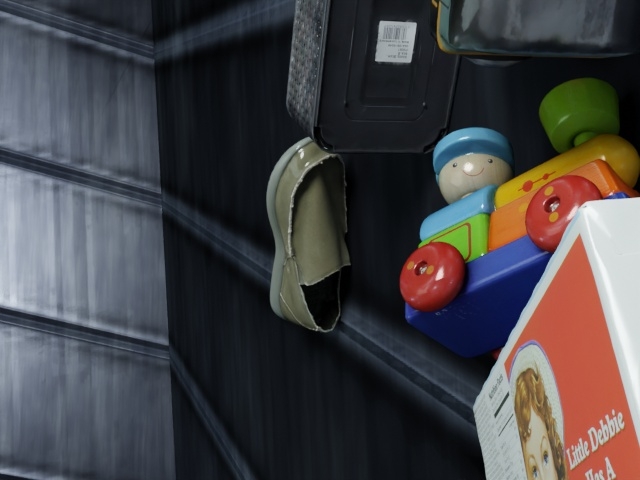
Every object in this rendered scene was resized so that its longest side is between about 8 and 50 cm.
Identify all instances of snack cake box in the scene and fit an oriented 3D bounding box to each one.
[{"bbox_3d":[0.145,0.107,0.403,0.264,0.089,0.152,90,175,-64],"label":"snack cake box"}]

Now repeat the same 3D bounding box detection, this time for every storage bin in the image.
[{"bbox_3d":[0.047,-0.170,0.729,0.084,0.122,0.180,-125,37,-59],"label":"storage bin"}]

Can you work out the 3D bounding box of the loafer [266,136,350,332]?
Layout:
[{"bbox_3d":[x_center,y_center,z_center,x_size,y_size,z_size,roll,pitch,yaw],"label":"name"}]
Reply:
[{"bbox_3d":[0.000,0.000,0.965,0.087,0.094,0.251,36,139,36],"label":"loafer"}]

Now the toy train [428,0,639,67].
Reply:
[{"bbox_3d":[0.116,-0.245,0.440,0.190,0.142,0.334,-94,8,-67],"label":"toy train"}]

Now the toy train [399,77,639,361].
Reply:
[{"bbox_3d":[0.159,-0.036,0.490,0.248,0.105,0.143,-30,41,37],"label":"toy train"}]
